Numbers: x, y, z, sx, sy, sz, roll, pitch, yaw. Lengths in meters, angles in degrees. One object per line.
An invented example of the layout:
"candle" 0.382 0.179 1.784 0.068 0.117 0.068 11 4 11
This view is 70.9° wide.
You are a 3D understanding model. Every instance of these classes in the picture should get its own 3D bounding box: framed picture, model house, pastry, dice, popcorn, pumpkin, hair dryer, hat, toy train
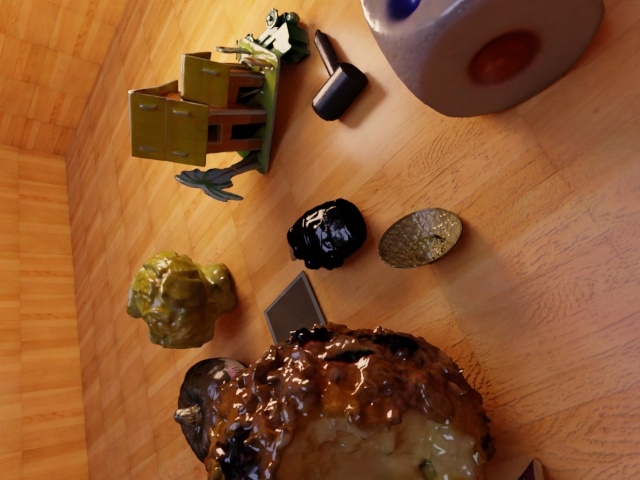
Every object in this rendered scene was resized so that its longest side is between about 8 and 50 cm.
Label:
"framed picture" -0.063 0.177 1.034 0.183 0.011 0.141 -48 53 33
"model house" -0.256 -0.281 1.030 0.340 0.324 0.300 45 135 40
"pastry" 0.028 0.268 0.672 0.337 0.406 0.292 -149 50 -75
"dice" 0.211 -0.343 0.614 0.243 0.259 0.251 -28 65 41
"popcorn" -0.351 0.152 1.174 0.226 0.277 0.276 -19 72 40
"pumpkin" -0.258 0.410 1.087 0.260 0.190 0.259 -10 77 49
"hair dryer" 0.012 -0.379 0.986 0.114 0.071 0.247 -45 50 34
"hat" 0.176 0.016 0.758 0.146 0.067 0.146 -22 33 16
"toy train" -0.120 -0.481 1.130 0.200 0.083 0.132 -22 76 48

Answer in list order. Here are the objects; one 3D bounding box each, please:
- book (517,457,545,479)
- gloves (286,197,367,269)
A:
"book" 0.228 0.416 0.581 0.022 0.162 0.231 28 108 14
"gloves" 0.000 0.000 0.921 0.203 0.124 0.164 -33 43 32
